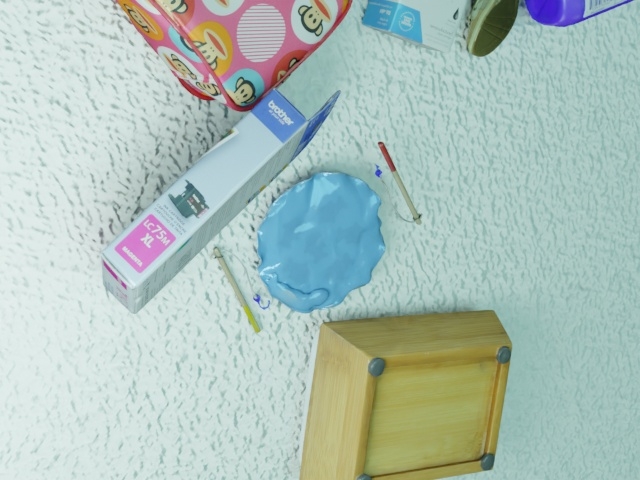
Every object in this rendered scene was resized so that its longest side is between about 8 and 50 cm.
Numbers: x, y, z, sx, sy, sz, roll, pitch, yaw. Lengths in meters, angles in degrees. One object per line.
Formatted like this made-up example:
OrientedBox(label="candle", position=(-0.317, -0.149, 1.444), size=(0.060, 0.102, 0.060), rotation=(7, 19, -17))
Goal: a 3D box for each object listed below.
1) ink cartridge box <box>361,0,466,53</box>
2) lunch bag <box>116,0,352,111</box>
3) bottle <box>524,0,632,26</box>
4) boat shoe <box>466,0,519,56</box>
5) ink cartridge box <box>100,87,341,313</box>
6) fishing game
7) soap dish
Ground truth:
OrientedBox(label="ink cartridge box", position=(0.132, -0.331, 1.641), size=(0.104, 0.060, 0.180), rotation=(13, 98, -37))
OrientedBox(label="lunch bag", position=(-0.097, -0.315, 1.448), size=(0.258, 0.120, 0.293), rotation=(-47, 126, -14))
OrientedBox(label="bottle", position=(0.396, -0.375, 1.792), size=(0.283, 0.092, 0.118), rotation=(-25, 112, -27))
OrientedBox(label="boat shoe", position=(0.224, -0.312, 1.729), size=(0.056, 0.048, 0.153), rotation=(8, 109, -41))
OrientedBox(label="ink cartridge box", position=(-0.114, -0.056, 1.491), size=(0.311, 0.186, 0.065), rotation=(-43, 87, -14))
OrientedBox(label="fishing game", position=(0.000, 0.000, 1.677), size=(0.264, 0.041, 0.189), rotation=(-37, 123, -10))
OrientedBox(label="soap dish", position=(0.119, 0.215, 1.782), size=(0.290, 0.118, 0.229), rotation=(-2, 107, -34))
